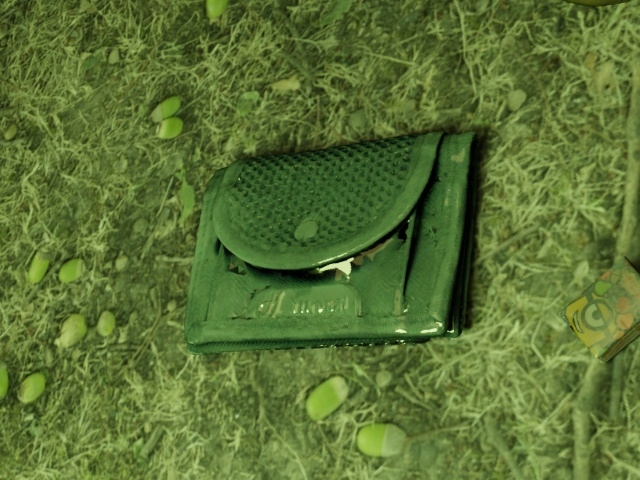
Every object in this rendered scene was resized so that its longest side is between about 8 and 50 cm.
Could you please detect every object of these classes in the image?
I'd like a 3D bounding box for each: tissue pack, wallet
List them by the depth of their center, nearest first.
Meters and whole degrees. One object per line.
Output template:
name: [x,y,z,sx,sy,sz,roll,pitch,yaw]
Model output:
tissue pack: [0.270,0.064,1.097,0.083,0.035,0.063,-44,52,10]
wallet: [0.000,0.000,1.284,0.342,0.075,0.237,-6,63,32]

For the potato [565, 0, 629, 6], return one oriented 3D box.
potato: [0.256,-0.348,1.229,0.296,0.141,0.192,31,85,41]
